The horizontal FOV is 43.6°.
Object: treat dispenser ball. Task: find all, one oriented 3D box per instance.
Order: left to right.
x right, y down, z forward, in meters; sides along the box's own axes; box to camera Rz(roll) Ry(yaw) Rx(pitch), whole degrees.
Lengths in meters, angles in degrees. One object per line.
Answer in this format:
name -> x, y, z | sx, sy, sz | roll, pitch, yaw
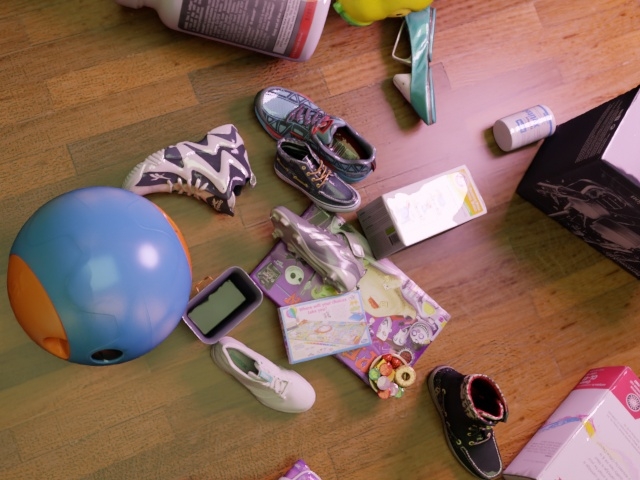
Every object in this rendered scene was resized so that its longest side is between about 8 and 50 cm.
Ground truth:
treat dispenser ball -> -0.351, 0.057, 1.287 | 0.288, 0.288, 0.288 | 2, 83, -14

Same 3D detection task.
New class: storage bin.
storage bin -> -0.184, 0.112, 1.424 | 0.135, 0.091, 0.098 | -41, 94, -16

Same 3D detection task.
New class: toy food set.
toy food set -> 0.128, 0.250, 1.476 | 0.082, 0.020, 0.083 | -43, 95, -14

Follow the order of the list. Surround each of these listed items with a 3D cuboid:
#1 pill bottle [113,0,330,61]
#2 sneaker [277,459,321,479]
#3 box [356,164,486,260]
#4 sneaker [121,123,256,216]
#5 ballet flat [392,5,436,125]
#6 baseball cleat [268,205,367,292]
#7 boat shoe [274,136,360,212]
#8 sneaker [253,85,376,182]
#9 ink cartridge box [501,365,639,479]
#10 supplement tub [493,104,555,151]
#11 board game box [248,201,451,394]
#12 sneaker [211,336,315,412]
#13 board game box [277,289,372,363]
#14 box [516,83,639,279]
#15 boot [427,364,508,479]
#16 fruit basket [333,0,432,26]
pill bottle -> -0.172, -0.462, 1.434 | 0.363, 0.210, 0.210 | 12, 81, -13
sneaker -> -0.101, 0.449, 1.407 | 0.282, 0.102, 0.161 | 26, 74, -20
box -> 0.190, -0.053, 1.503 | 0.203, 0.114, 0.103 | -21, 84, -27
sneaker -> -0.222, -0.095, 1.437 | 0.235, 0.094, 0.153 | -27, 82, -25
ballet flat -> 0.185, -0.344, 1.585 | 0.087, 0.083, 0.247 | -1, 83, 11
baseball cleat -> 0.000, 0.000, 1.458 | 0.206, 0.072, 0.109 | 49, 62, -9
boat shoe -> -0.008, -0.119, 1.466 | 0.183, 0.083, 0.065 | 29, 64, 13
sneaker -> 0.000, -0.213, 1.490 | 0.262, 0.125, 0.104 | 31, 77, -9
ink cartridge box -> 0.533, 0.423, 1.530 | 0.306, 0.131, 0.226 | -41, 95, -20
supplement tub -> 0.413, -0.228, 1.622 | 0.107, 0.071, 0.071 | -21, 89, -16
board game box -> 0.056, 0.108, 1.508 | 0.347, 0.056, 0.208 | 41, 80, -6
sneaker -> -0.099, 0.245, 1.427 | 0.212, 0.094, 0.080 | 32, 76, -9
board game box -> 0.008, 0.156, 1.453 | 0.154, 0.026, 0.103 | -11, 87, -15
box -> 0.616, -0.094, 1.531 | 0.343, 0.312, 0.179 | 34, 77, -7
boot -> 0.290, 0.341, 1.467 | 0.085, 0.178, 0.236 | -25, 89, -15
fruit basket -> 0.207, -0.532, 1.484 | 0.283, 0.392, 0.392 | 24, 78, -10
